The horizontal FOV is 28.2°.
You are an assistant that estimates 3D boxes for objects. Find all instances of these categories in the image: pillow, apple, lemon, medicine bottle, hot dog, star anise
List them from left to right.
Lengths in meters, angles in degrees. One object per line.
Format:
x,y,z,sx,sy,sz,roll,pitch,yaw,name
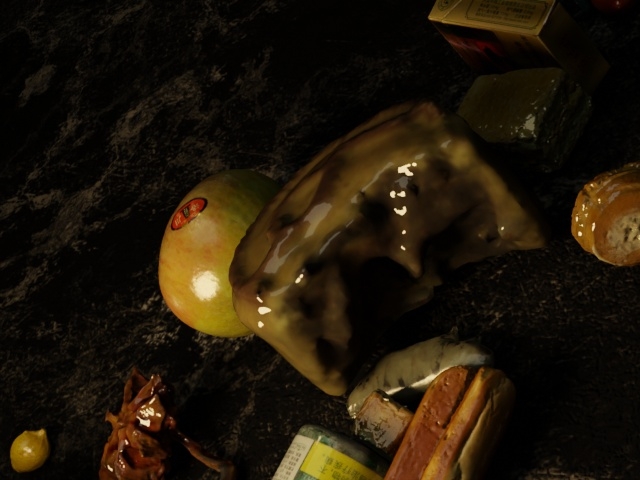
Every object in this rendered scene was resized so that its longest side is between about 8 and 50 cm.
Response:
-0.491,0.356,2.165,0.092,0.065,0.065,-54,36,9,lemon
-0.237,0.322,1.879,0.346,0.148,0.237,30,104,51,star anise
-0.130,0.022,1.946,0.194,0.261,0.260,23,73,20,apple
-0.029,0.386,1.597,0.141,0.141,0.293,12,67,50,medicine bottle
0.131,0.170,1.699,0.241,0.051,0.093,-25,37,34,pillow
0.135,0.305,1.538,0.135,0.100,0.337,0,57,56,hot dog

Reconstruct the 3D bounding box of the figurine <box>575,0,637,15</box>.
0.412,-0.370,1.872,0.075,0.068,0.140,-45,35,2,figurine

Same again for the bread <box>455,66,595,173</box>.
0.275,-0.171,1.811,0.196,0.102,0.138,11,64,51,bread

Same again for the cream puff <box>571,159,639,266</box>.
0.378,-0.035,1.566,0.144,0.126,0.103,-30,24,12,cream puff

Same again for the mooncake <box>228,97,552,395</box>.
0.077,0.007,1.711,0.393,0.246,0.394,-12,38,46,mooncake

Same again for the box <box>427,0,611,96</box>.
0.286,-0.291,1.857,0.240,0.159,0.071,23,78,51,box

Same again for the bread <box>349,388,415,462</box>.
0.091,0.243,1.647,0.083,0.076,0.070,31,80,34,bread
